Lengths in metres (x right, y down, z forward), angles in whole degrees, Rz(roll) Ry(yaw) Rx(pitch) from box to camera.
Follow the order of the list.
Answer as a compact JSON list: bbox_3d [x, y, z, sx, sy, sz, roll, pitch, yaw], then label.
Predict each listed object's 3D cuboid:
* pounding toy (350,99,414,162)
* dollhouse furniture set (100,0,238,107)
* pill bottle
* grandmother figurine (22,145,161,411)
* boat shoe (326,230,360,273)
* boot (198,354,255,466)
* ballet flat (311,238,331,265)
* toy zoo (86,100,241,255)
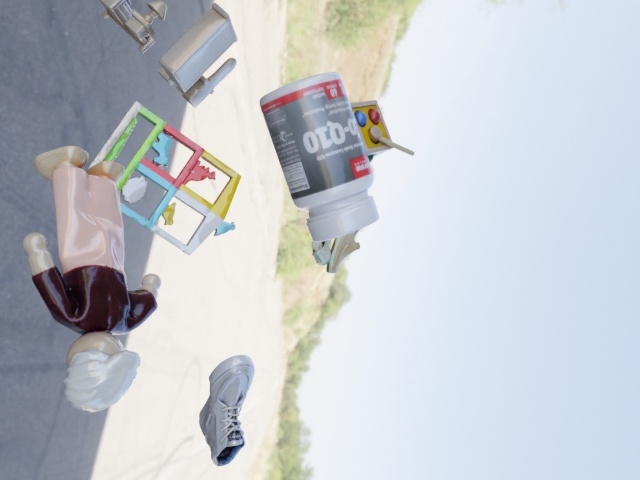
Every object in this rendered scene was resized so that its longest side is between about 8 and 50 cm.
[{"bbox_3d":[0.103,-0.219,1.370,0.130,0.100,0.141,-21,90,-49],"label":"pounding toy"},{"bbox_3d":[-0.369,-0.511,1.439,0.174,0.355,0.303,-46,172,-5],"label":"dollhouse furniture set"},{"bbox_3d":[0.005,-0.152,1.218,0.161,0.161,0.283,-81,152,-83],"label":"pill bottle"},{"bbox_3d":[-0.293,0.051,0.851,0.104,0.207,0.342,-33,-123,36],"label":"grandmother figurine"},{"bbox_3d":[0.070,0.009,1.714,0.068,0.072,0.190,108,2,-63],"label":"boat shoe"},{"bbox_3d":[-0.173,0.342,1.291,0.123,0.095,0.258,63,-34,36],"label":"boot"},{"bbox_3d":[0.000,0.000,1.685,0.052,0.057,0.168,50,16,-26],"label":"ballet flat"},{"bbox_3d":[-0.288,-0.105,1.272,0.192,0.293,0.030,-59,-161,-10],"label":"toy zoo"}]
